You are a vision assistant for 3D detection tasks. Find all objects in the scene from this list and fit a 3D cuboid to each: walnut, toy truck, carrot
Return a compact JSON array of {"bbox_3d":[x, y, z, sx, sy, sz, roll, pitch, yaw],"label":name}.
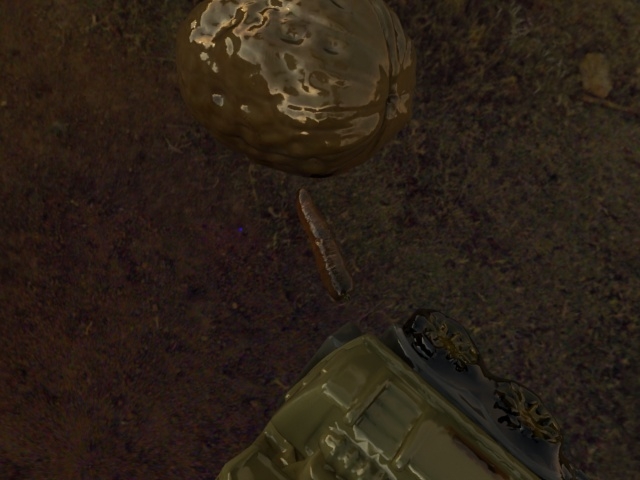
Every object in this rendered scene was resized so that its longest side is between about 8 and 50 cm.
[{"bbox_3d":[-0.022,-0.128,0.381,0.184,0.155,0.155,19,54,25],"label":"walnut"},{"bbox_3d":[0.116,0.235,0.316,0.405,0.181,0.254,42,27,17],"label":"toy truck"},{"bbox_3d":[0.001,-0.001,0.596,0.035,0.036,0.165,-7,60,-27],"label":"carrot"}]
